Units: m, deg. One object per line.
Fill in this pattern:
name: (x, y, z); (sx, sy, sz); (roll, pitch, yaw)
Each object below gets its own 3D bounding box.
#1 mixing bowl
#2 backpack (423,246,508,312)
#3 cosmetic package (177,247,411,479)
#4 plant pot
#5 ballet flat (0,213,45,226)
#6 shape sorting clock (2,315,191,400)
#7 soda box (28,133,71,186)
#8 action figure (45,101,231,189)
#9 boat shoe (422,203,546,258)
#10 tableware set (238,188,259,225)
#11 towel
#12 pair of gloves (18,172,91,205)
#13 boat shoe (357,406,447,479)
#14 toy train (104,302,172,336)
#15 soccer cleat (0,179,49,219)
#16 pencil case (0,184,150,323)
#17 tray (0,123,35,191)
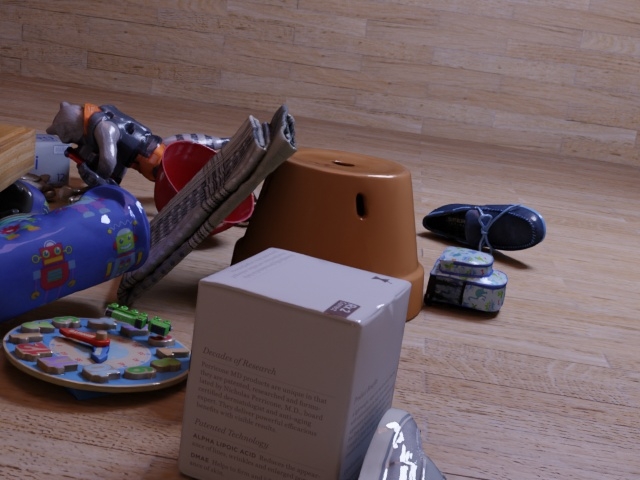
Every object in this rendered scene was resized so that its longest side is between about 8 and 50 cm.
mixing bowl: (-0.215, -0.072, 1.593); (0.181, 0.098, 0.181); (30, 33, -22)
backpack: (0.225, 0.060, 1.414); (0.114, 0.084, 0.105); (14, 18, 14)
cosmetic package: (-0.021, 0.121, 0.844); (0.151, 0.184, 0.151); (13, 15, 19)
plant pot: (0.021, -0.018, 1.369); (0.290, 0.204, 0.291); (8, 14, -2)
ballet flat: (-0.381, -0.001, 1.392); (0.213, 0.072, 0.068); (-2, -11, -25)
shape sorting clock: (-0.240, 0.119, 1.022); (0.206, 0.040, 0.206); (7, 15, -2)
soda box: (-0.625, -0.153, 1.768); (0.286, 0.091, 0.098); (-4, 18, -38)
action figure: (-0.349, -0.175, 1.769); (0.330, 0.179, 0.341); (21, 7, -22)
boat shoe: (0.302, -0.016, 1.766); (0.089, 0.109, 0.258); (-14, 8, -39)
tableware set: (-0.132, -0.065, 1.795); (0.128, 0.039, 0.194); (12, 15, 14)
towel: (-0.160, -0.069, 1.333); (0.056, 0.324, 0.312); (46, 8, -12)
pair of gloves: (-0.469, -0.084, 1.675); (0.240, 0.042, 0.204); (11, 7, -13)
boat shoe: (0.066, 0.216, 0.761); (0.081, 0.079, 0.227); (17, 21, 8)
toy train: (-0.210, 0.091, 1.075); (0.083, 0.017, 0.024); (16, 15, 9)
soccer cleat: (-0.575, -0.062, 1.499); (0.289, 0.094, 0.121); (8, -11, 11)
pencil case: (-0.350, 0.022, 1.102); (0.133, 0.120, 0.306); (12, 23, 38)
tray: (-0.553, -0.115, 1.324); (0.202, 0.076, 0.411); (6, 14, -5)
